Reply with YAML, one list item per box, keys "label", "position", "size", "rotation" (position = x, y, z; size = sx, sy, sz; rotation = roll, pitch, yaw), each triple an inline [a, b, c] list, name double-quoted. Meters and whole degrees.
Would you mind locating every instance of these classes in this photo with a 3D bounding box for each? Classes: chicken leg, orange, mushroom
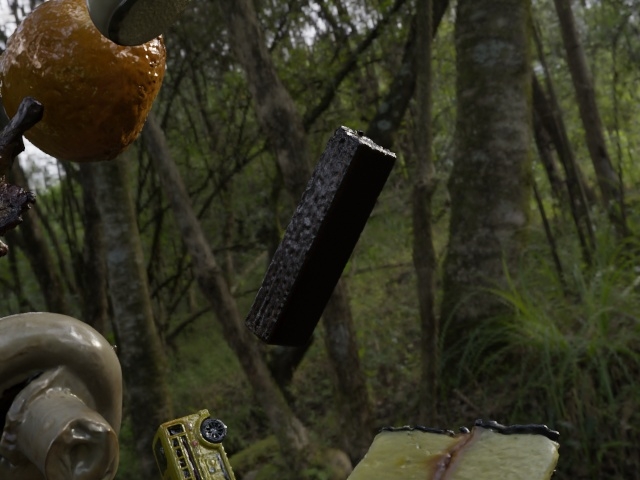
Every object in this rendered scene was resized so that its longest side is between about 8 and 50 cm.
- label: "chicken leg"
  position: [-0.553, -0.095, 1.302]
  size: [0.177, 0.322, 0.083]
  rotation: [-18, -29, 24]
- label: "orange"
  position: [-0.475, -0.325, 1.510]
  size: [0.293, 0.340, 0.341]
  rotation: [24, -24, -19]
- label: "mushroom"
  position: [-0.407, 0.256, 1.084]
  size: [0.293, 0.292, 0.290]
  rotation: [-8, 12, -29]

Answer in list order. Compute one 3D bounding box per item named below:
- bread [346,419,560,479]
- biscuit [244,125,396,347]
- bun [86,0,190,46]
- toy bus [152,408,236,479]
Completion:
- label: "bread"
  position: [0.169, 0.491, 1.238]
  size: [0.346, 0.242, 0.405]
  rotation: [12, 43, 25]
- label: "biscuit"
  position: [0.000, 0.000, 1.278]
  size: [0.107, 0.388, 0.073]
  rotation: [14, 14, -48]
- label: "bun"
  position: [-0.291, -0.394, 1.185]
  size: [0.173, 0.120, 0.173]
  rotation: [-39, -6, -5]
- label: "toy bus"
  position: [-0.247, 0.546, 1.635]
  size: [0.151, 0.331, 0.145]
  rotation: [-7, -37, -32]
